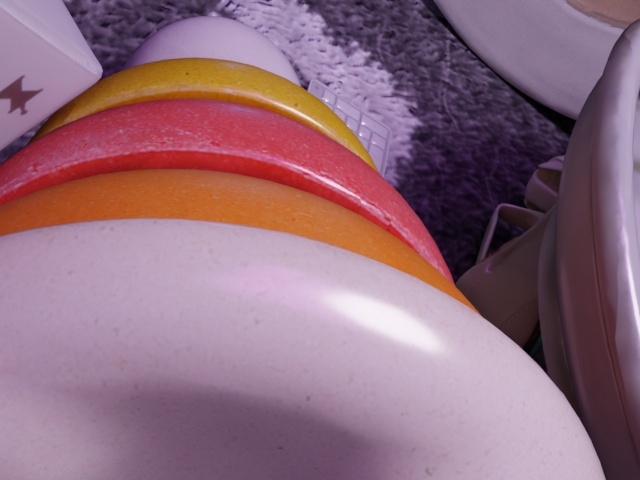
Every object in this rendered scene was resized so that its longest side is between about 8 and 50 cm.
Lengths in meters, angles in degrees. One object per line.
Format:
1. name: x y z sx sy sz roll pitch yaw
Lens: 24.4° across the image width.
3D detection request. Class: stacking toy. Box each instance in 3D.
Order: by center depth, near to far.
1. stacking toy: -0.060 0.017 0.745 0.350 0.351 0.480 25 33 -18

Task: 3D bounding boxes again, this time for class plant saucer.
1. plant saucer: 0.224 0.063 0.925 0.400 0.100 0.401 31 51 -49

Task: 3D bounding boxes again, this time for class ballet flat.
1. ballet flat: 0.168 -0.015 1.044 0.086 0.086 0.248 44 46 0

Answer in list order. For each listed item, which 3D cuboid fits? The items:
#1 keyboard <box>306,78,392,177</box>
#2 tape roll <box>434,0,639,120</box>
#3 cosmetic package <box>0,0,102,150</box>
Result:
1. keyboard: 0.000 0.000 0.957 0.072 0.014 0.256 27 48 -16
2. tape roll: 0.237 -0.251 1.037 0.392 0.392 0.072 42 45 -2
3. cosmetic package: -0.314 -0.204 0.678 0.453 0.230 0.161 58 8 22
